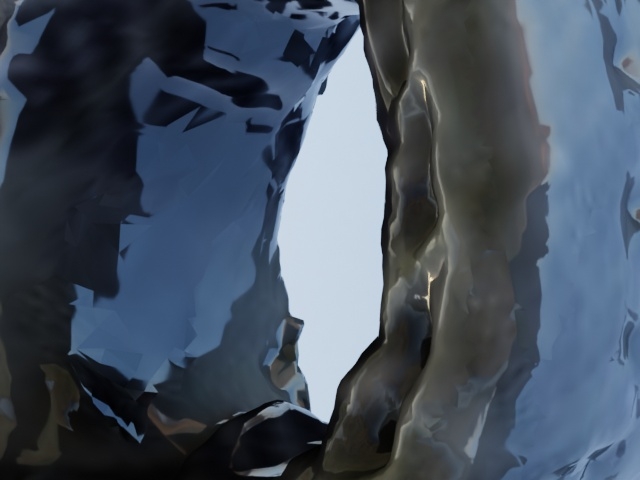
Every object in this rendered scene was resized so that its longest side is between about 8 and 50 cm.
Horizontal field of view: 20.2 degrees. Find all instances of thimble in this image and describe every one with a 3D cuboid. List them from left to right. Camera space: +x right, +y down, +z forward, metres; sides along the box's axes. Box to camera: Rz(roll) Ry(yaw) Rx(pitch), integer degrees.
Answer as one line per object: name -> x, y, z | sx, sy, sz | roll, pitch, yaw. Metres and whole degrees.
thimble -> 0.000, 0.000, 0.455 | 0.217, 0.157, 0.245 | 50, -58, 28
